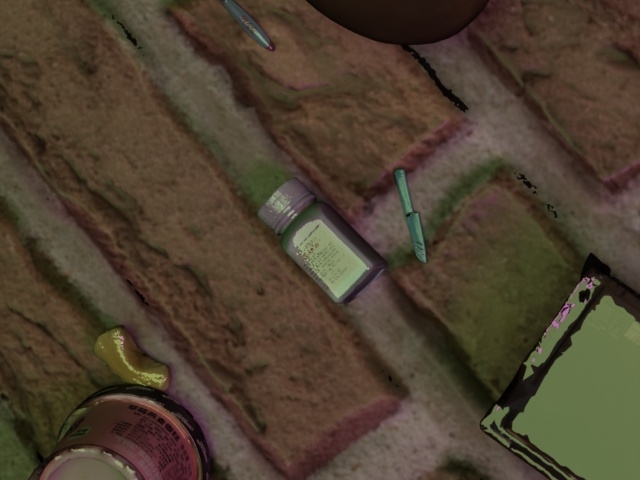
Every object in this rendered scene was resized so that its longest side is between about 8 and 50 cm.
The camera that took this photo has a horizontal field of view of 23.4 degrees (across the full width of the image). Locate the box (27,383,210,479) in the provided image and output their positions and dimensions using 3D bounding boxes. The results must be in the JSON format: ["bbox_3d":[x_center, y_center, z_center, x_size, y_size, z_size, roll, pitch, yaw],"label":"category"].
[{"bbox_3d":[-0.193,0.227,1.438,0.151,0.135,0.151,4,107,13],"label":"box"}]

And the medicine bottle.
[{"bbox_3d":[0.000,0.000,1.421,0.118,0.074,0.055,46,102,8],"label":"medicine bottle"}]

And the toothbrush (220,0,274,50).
[{"bbox_3d":[-0.110,-0.249,1.469,0.013,0.019,0.193,-44,84,11],"label":"toothbrush"}]

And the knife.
[{"bbox_3d":[0.086,-0.023,1.435,0.014,0.005,0.091,-14,89,16],"label":"knife"}]

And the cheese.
[{"bbox_3d":[-0.180,0.117,1.493,0.083,0.030,0.044,40,115,5],"label":"cheese"}]

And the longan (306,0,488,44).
[{"bbox_3d":[0.056,-0.284,1.323,0.215,0.246,0.246,-6,91,28],"label":"longan"}]

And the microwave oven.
[{"bbox_3d":[0.283,0.155,1.305,0.247,0.188,0.178,36,95,14],"label":"microwave oven"}]
